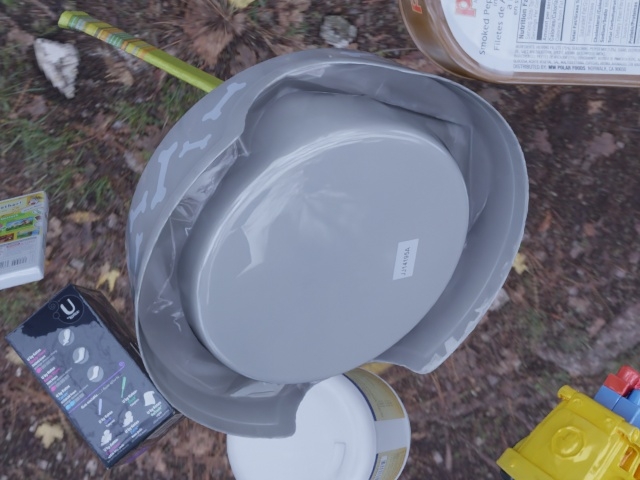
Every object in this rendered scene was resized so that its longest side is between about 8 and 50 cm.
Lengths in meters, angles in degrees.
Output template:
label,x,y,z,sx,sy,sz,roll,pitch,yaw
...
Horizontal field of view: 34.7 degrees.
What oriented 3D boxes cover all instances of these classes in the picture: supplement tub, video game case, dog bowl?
label,x,y,z,sx,sy,sz,roll,pitch,yaw
supplement tub,0.012,0.306,1.596,0.228,0.316,0.228,-3,81,18
video game case,-0.498,0.016,1.439,0.227,0.206,0.026,-14,125,-3
dog bowl,0.000,0.000,0.849,0.349,0.102,0.348,-17,131,-21

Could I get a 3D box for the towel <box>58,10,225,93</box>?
label,x,y,z,sx,sy,sz,roll,pitch,yaw
towel,-0.144,-0.167,1.022,0.237,0.102,0.021,25,101,-7

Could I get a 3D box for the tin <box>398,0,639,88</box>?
label,x,y,z,sx,sy,sz,roll,pitch,yaw
tin,0.131,-0.131,0.517,0.190,0.040,0.106,-2,103,-19

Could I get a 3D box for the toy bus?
label,x,y,z,sx,sy,sz,roll,pitch,yaw
toy bus,0.352,0.267,1.258,0.211,0.149,0.220,-54,134,-6

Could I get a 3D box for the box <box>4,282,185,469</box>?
label,x,y,z,sx,sy,sz,roll,pitch,yaw
box,-0.353,0.218,1.664,0.143,0.165,0.270,-41,82,-2
